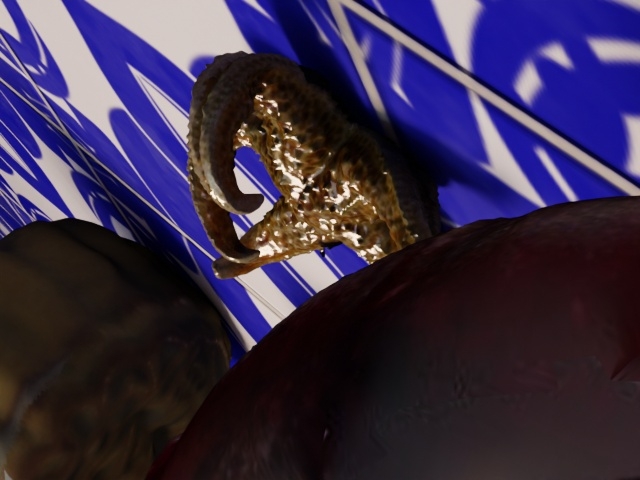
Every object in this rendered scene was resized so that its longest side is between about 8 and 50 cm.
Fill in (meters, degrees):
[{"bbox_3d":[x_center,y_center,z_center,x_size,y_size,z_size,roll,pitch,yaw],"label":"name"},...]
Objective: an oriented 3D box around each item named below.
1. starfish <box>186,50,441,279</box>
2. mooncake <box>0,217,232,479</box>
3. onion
[{"bbox_3d":[-0.001,0.001,0.693,0.146,0.074,0.190,47,169,2],"label":"starfish"},{"bbox_3d":[-0.192,0.134,1.320,0.161,0.290,0.290,31,163,27],"label":"mooncake"},{"bbox_3d":[0.090,0.096,0.453,0.272,0.195,0.272,10,122,16],"label":"onion"}]
